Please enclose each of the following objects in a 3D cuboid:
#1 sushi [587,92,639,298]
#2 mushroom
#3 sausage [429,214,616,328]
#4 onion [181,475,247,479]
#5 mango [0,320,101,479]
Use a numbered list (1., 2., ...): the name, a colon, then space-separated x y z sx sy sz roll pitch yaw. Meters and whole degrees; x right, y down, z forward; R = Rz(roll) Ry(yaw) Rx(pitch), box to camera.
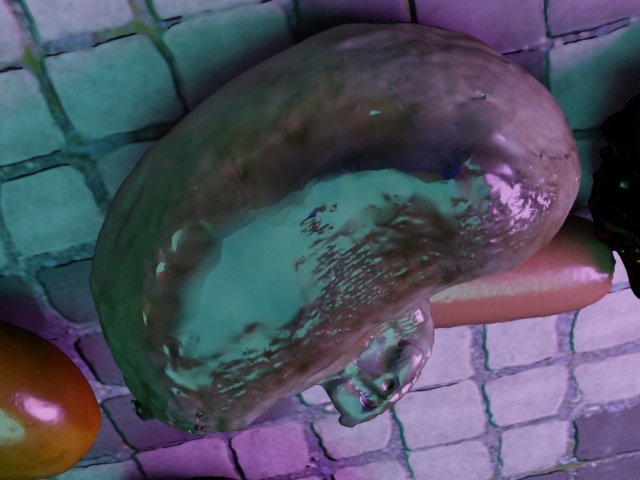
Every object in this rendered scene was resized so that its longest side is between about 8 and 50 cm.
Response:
1. sushi: 0.266 -0.037 0.642 0.172 0.153 0.150 -30 157 -20
2. mushroom: 0.001 0.000 0.593 0.344 0.130 0.247 -24 91 10
3. sausage: 0.082 0.027 0.711 0.289 0.086 0.086 -4 130 -1
4. onion: -0.094 0.322 0.916 0.280 0.146 0.314 4 122 -28
5. mango: -0.298 0.118 0.731 0.253 0.113 0.138 11 132 -7
